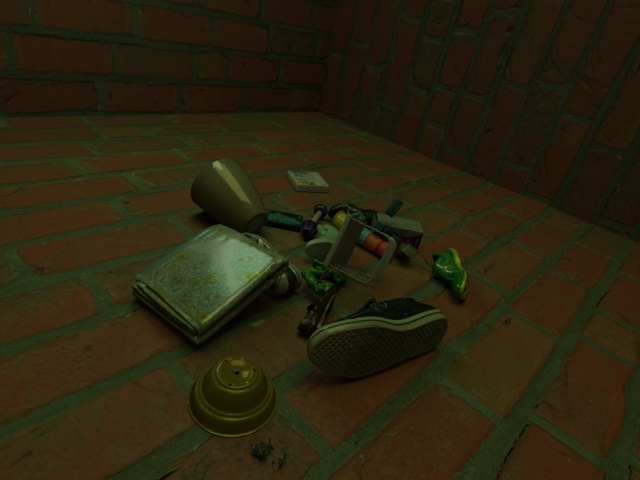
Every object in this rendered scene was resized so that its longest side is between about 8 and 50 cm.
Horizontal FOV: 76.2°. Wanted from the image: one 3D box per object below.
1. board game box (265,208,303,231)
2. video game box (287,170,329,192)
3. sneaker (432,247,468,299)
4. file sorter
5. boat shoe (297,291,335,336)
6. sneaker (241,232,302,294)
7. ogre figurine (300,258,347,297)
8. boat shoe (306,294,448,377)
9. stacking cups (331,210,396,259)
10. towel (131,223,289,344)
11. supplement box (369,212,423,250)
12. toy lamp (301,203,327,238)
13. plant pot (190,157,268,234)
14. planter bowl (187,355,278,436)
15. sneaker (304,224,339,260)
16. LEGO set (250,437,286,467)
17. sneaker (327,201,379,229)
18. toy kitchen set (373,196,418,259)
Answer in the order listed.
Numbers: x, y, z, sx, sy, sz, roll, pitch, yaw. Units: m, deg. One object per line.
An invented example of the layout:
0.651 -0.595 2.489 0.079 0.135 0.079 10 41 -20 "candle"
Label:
-0.174 -0.092 1.838 0.186 0.026 0.126 11 29 -4 "board game box"
-0.073 -0.332 2.292 0.186 0.048 0.205 2 30 -23 "video game box"
0.517 0.140 1.643 0.123 0.110 0.296 -8 29 7 "sneaker"
0.157 0.040 1.463 0.172 0.193 0.277 27 5 15 "file sorter"
-0.009 0.221 1.285 0.073 0.073 0.207 20 29 10 "boat shoe"
-0.216 0.076 1.411 0.321 0.126 0.127 31 28 28 "sneaker"
0.008 0.131 1.435 0.118 0.097 0.197 36 42 23 "ogre figurine"
0.158 0.261 1.180 0.499 0.187 0.156 -3 26 -36 "boat shoe"
0.195 -0.020 1.794 0.316 0.096 0.096 33 34 30 "stacking cups"
-0.332 0.111 1.244 0.320 0.090 0.374 27 50 28 "towel"
0.340 -0.036 1.855 0.219 0.111 0.114 10 29 -4 "supplement box"
-0.028 -0.086 1.832 0.080 0.080 0.275 16 29 6 "toy lamp"
-0.349 -0.155 1.691 0.274 0.257 0.256 45 39 20 "plant pot"
-0.202 0.342 0.971 0.216 0.091 0.217 10 28 -5 "planter bowl"
0.000 0.000 1.666 0.255 0.094 0.151 -4 37 -47 "sneaker"
-0.115 0.458 0.875 0.083 0.024 0.054 39 38 18 "LEGO set"
0.168 -0.112 1.935 0.266 0.101 0.106 7 31 -10 "sneaker"
0.346 -0.054 1.720 0.207 0.166 0.122 39 3 -6 "toy kitchen set"
